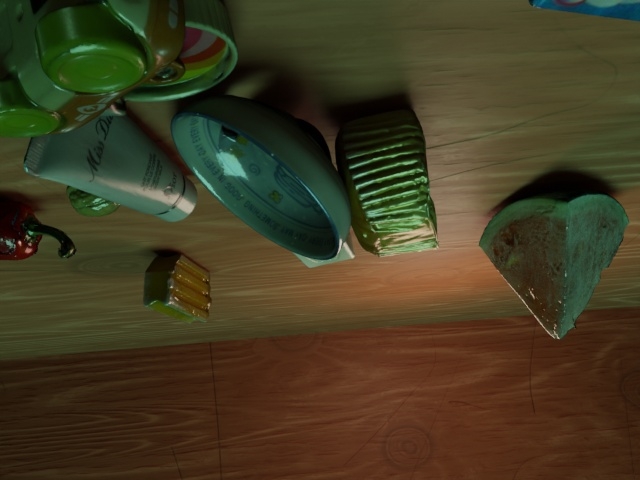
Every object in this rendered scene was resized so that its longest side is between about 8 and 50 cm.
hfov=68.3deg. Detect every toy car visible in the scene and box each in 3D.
[{"bbox_3d":[-0.187,-0.182,0.444,0.235,0.145,0.235,-13,175,-1],"label":"toy car"}]

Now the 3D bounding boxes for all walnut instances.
[{"bbox_3d":[-0.342,-0.079,0.726,0.092,0.092,0.092,-5,160,-2],"label":"walnut"}]

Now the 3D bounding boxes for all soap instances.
[{"bbox_3d":[0.000,0.000,1.053,0.122,0.063,0.183,-12,159,11],"label":"soap"},{"bbox_3d":[-0.349,0.119,1.176,0.073,0.140,0.232,-8,160,8],"label":"soap"}]

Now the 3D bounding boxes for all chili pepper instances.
[{"bbox_3d":[-0.611,-0.019,0.806,0.388,0.110,0.110,2,159,-4],"label":"chili pepper"}]

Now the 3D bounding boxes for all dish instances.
[{"bbox_3d":[-0.054,-0.109,0.643,0.273,0.133,0.273,31,160,13],"label":"dish"}]

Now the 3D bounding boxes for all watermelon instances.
[{"bbox_3d":[0.464,0.020,0.989,0.250,0.292,0.283,39,141,-21],"label":"watermelon"}]

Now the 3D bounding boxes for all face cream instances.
[{"bbox_3d":[-0.268,-0.104,0.640,0.089,0.143,0.314,8,168,13],"label":"face cream"}]

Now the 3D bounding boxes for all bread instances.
[{"bbox_3d":[0.101,-0.077,0.708,0.133,0.178,0.250,-14,156,11],"label":"bread"}]

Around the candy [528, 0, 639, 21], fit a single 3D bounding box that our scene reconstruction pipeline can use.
[{"bbox_3d":[0.278,-0.289,0.292,0.157,0.100,0.306,1,160,-12],"label":"candy"}]
